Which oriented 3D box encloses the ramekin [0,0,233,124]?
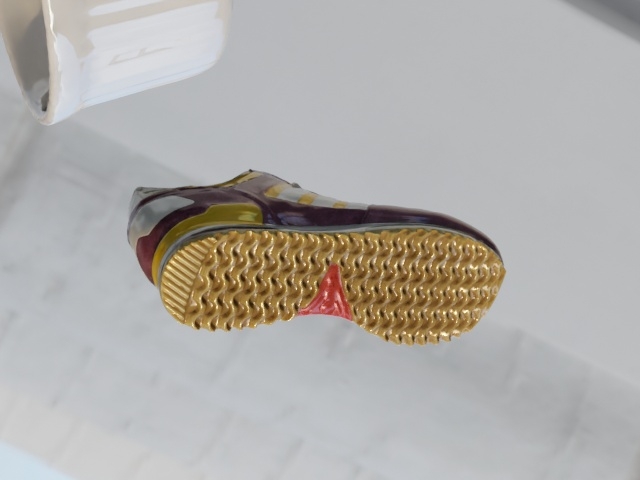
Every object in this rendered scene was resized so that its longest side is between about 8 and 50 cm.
[{"bbox_3d":[-0.157,-0.228,1.192,0.277,0.135,0.277,167,-90,-75],"label":"ramekin"}]

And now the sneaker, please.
[{"bbox_3d":[0.000,0.000,0.813,0.084,0.185,0.070,54,-50,50],"label":"sneaker"}]
